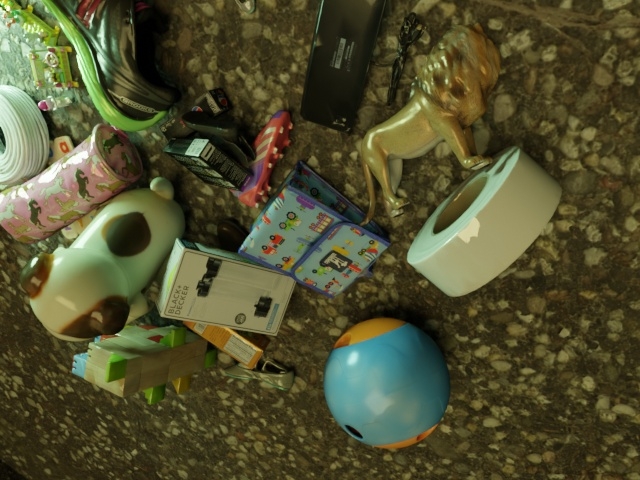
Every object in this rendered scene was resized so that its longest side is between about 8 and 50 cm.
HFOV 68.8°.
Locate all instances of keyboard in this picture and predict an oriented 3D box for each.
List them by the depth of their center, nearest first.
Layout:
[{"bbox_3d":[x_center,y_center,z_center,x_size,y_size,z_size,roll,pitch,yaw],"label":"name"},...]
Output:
[{"bbox_3d":[0.078,-0.352,0.900,0.202,0.033,0.317,21,130,7],"label":"keyboard"}]

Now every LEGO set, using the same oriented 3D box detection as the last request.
[{"bbox_3d":[-0.683,-0.452,1.100,0.132,0.107,0.286,-12,110,24],"label":"LEGO set"}]

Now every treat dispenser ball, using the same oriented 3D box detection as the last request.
[{"bbox_3d":[0.150,0.323,1.075,0.288,0.288,0.288,8,117,16],"label":"treat dispenser ball"}]

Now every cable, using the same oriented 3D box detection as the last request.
[{"bbox_3d":[-0.840,-0.276,1.237,0.257,0.089,0.257,-10,100,24],"label":"cable"}]

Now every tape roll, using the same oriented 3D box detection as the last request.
[{"bbox_3d":[0.289,-0.035,0.858,0.100,0.286,0.286,40,121,-2],"label":"tape roll"}]

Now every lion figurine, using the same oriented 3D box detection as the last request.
[{"bbox_3d":[0.179,-0.204,0.896,0.392,0.142,0.240,-31,80,35],"label":"lion figurine"}]

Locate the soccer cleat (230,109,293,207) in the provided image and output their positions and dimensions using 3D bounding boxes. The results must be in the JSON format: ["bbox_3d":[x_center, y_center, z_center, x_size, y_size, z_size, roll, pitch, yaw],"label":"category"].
[{"bbox_3d":[-0.139,-0.187,1.055,0.095,0.083,0.248,30,124,9],"label":"soccer cleat"}]

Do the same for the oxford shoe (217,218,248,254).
[{"bbox_3d":[-0.211,0.056,1.187,0.083,0.096,0.227,-12,108,26],"label":"oxford shoe"}]

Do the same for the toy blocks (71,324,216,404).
[{"bbox_3d":[-0.513,0.308,1.296,0.261,0.381,0.190,11,95,27],"label":"toy blocks"}]

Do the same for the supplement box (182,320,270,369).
[{"bbox_3d":[-0.260,0.256,1.306,0.233,0.078,0.080,36,106,0],"label":"supplement box"}]

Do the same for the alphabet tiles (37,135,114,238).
[{"bbox_3d":[-0.704,-0.142,1.306,0.284,0.021,0.277,-8,110,23],"label":"alphabet tiles"}]

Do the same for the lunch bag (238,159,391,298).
[{"bbox_3d":[0.000,0.000,1.085,0.293,0.138,0.221,33,121,-12],"label":"lunch bag"}]

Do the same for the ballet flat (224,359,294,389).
[{"bbox_3d":[-0.175,0.375,1.355,0.213,0.072,0.068,10,90,14],"label":"ballet flat"}]

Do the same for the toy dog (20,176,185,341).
[{"bbox_3d":[-0.479,0.069,1.093,0.284,0.408,0.395,42,121,-13],"label":"toy dog"}]

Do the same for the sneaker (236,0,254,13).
[{"bbox_3d":[-0.172,-0.495,0.920,0.038,0.069,0.098,-23,105,28],"label":"sneaker"}]

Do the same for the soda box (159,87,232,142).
[{"bbox_3d":[-0.286,-0.282,1.069,0.169,0.060,0.053,-23,104,28],"label":"soda box"}]

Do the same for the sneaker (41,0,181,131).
[{"bbox_3d":[-0.446,-0.482,0.989,0.202,0.185,0.482,-20,111,8],"label":"sneaker"}]

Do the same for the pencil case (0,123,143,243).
[{"bbox_3d":[-0.629,-0.138,1.172,0.386,0.160,0.167,-25,99,18],"label":"pencil case"}]

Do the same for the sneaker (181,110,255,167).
[{"bbox_3d":[-0.223,-0.220,1.013,0.170,0.051,0.089,19,141,22],"label":"sneaker"}]

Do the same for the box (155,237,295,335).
[{"bbox_3d":[-0.219,0.116,1.106,0.290,0.087,0.169,18,97,-29],"label":"box"}]

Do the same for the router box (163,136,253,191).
[{"bbox_3d":[-0.252,-0.171,1.037,0.179,0.046,0.133,18,163,47],"label":"router box"}]
